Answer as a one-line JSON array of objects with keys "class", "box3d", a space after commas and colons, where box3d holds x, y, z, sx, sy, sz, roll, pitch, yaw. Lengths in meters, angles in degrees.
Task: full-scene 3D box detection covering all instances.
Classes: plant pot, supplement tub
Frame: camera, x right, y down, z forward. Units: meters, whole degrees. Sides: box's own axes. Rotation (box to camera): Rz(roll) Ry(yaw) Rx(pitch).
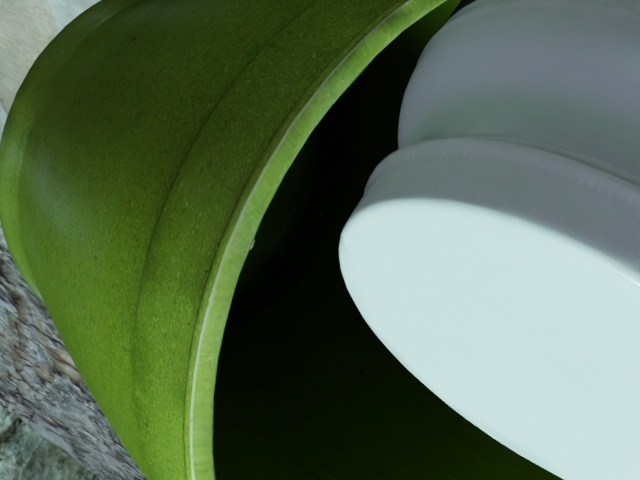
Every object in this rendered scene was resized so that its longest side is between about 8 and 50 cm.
[{"class": "plant pot", "box3d": [0.000, 0.000, 0.787, 0.353, 0.366, 0.366, 25, 158, 51]}, {"class": "supplement tub", "box3d": [0.147, -0.059, 0.504, 0.191, 0.272, 0.191, 29, 157, 14]}]
